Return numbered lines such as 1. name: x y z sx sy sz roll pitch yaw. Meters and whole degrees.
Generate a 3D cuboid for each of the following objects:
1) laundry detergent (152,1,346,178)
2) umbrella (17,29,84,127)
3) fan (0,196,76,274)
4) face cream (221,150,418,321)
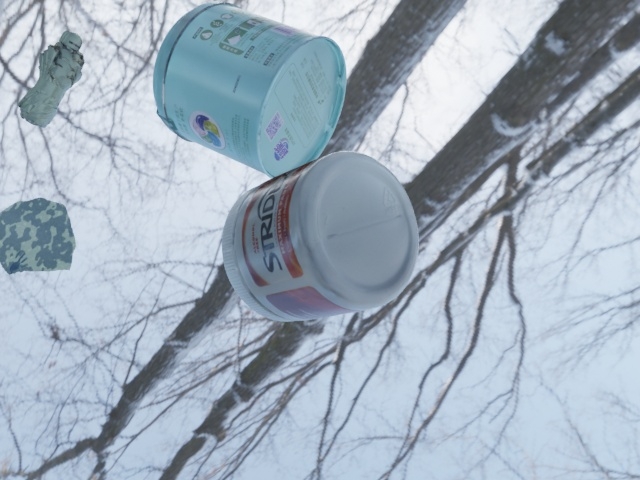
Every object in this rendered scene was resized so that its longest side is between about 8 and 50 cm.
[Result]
1. laundry detergent: -0.151 -0.301 1.540 0.305 0.287 0.287 25 -132 25
2. umbrella: -0.377 -0.229 1.113 0.062 0.144 0.067 27 -179 35
3. fan: -0.444 -0.005 1.214 0.009 0.240 0.131 38 -107 -52
4. face cream: 0.000 0.000 1.037 0.201 0.187 0.201 10 -106 -37
